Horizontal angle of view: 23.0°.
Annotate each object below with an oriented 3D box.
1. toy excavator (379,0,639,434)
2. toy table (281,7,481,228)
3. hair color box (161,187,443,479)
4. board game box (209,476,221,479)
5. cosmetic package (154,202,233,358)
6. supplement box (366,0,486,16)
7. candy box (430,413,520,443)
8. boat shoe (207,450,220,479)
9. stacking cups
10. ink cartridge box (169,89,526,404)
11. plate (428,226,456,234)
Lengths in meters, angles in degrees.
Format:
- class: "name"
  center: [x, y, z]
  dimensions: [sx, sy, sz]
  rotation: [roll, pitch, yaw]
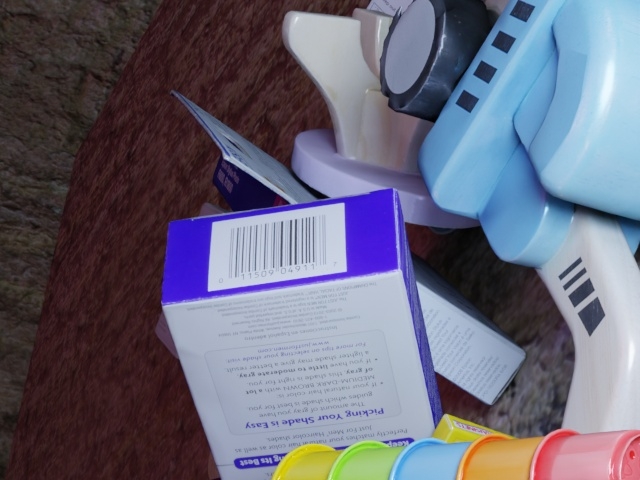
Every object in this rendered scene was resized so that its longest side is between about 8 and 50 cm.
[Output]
- class: "toy excavator"
  center: [0.197, -0.021, 1.160]
  dimensions: [0.433, 0.222, 0.445]
  rotation: [-60, 29, 30]
- class: "toy table"
  center: [0.078, -0.125, 1.493]
  dimensions: [0.274, 0.252, 0.161]
  rotation: [28, 114, 54]
- class: "hair color box"
  center: [0.001, 0.125, 1.290]
  dimensions: [0.110, 0.185, 0.339]
  rotation: [-90, -11, -50]
- class: "board game box"
  center: [-0.075, 0.333, 1.267]
  dimensions: [0.347, 0.056, 0.208]
  rotation: [-84, -27, -83]
- class: "cosmetic package"
  center: [-0.093, 0.068, 1.942]
  dimensions: [0.183, 0.151, 0.151]
  rotation: [-69, 18, 3]
- class: "supplement box"
  center: [0.153, -0.274, 1.612]
  dimensions: [0.114, 0.111, 0.220]
  rotation: [47, 125, 26]
- class: "candy box"
  center: [0.100, 0.242, 1.269]
  dimensions: [0.206, 0.105, 0.027]
  rotation: [-63, 19, 19]
- class: "boat shoe"
  center: [-0.055, 0.170, 1.823]
  dimensions: [0.089, 0.104, 0.285]
  rotation: [-168, 88, -67]
- class: "stacking cups"
  center: [0.102, 0.175, 1.070]
  dimensions: [0.316, 0.096, 0.096]
  rotation: [-13, 56, 45]
- class: "ink cartridge box"
  center: [0.000, 0.000, 1.460]
  dimensions: [0.071, 0.330, 0.324]
  rotation: [-56, 19, 5]
- class: "plate"
  center: [0.159, -0.091, 1.598]
  dimensions: [0.188, 0.024, 0.188]
  rotation: [-56, 22, 37]
